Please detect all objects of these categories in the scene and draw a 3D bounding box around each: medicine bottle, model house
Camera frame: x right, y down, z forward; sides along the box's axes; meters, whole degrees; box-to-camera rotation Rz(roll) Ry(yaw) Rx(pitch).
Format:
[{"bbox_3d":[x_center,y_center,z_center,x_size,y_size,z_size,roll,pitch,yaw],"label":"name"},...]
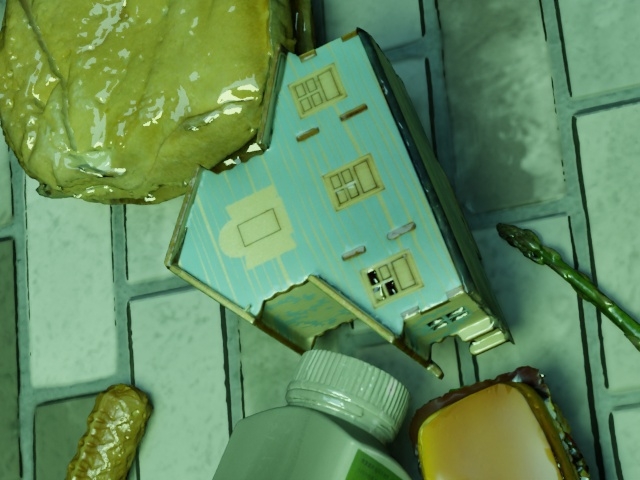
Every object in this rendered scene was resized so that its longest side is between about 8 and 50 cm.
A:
[{"bbox_3d":[-0.008,0.180,1.147,0.132,0.088,0.188,3,62,45],"label":"medicine bottle"},{"bbox_3d":[0.000,0.000,1.215,0.206,0.178,0.271,-25,70,9],"label":"model house"}]

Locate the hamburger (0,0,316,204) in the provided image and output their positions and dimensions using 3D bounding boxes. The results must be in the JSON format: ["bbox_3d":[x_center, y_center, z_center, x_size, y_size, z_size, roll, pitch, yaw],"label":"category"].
[{"bbox_3d":[-0.140,-0.157,1.342,0.283,0.144,0.259,-9,76,17],"label":"hamburger"}]

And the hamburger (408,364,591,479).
[{"bbox_3d":[0.132,0.182,1.161,0.137,0.087,0.165,-22,67,18],"label":"hamburger"}]

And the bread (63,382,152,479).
[{"bbox_3d":[-0.185,0.192,1.319,0.052,0.044,0.157,18,83,32],"label":"bread"}]

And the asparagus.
[{"bbox_3d":[0.217,0.052,1.198,0.022,0.023,0.233,-28,57,-35],"label":"asparagus"}]
